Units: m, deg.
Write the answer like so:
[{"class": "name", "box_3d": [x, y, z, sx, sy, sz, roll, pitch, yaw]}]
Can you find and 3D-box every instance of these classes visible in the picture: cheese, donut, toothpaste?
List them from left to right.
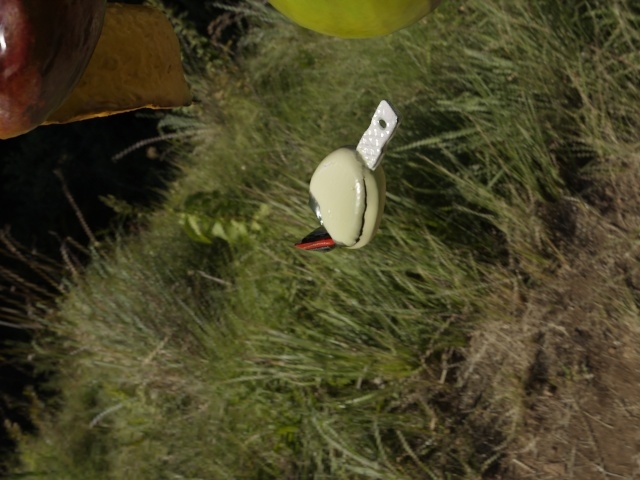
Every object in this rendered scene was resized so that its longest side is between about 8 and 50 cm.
[{"class": "donut", "box_3d": [-0.392, -0.258, 1.222, 0.435, 0.378, 0.163, 5, 106, 37]}, {"class": "toothpaste", "box_3d": [0.000, 0.000, 1.374, 0.071, 0.193, 0.045, -9, 91, 4]}, {"class": "cheese", "box_3d": [0.054, -0.093, 1.112, 0.127, 0.054, 0.251, 54, 148, 18]}]

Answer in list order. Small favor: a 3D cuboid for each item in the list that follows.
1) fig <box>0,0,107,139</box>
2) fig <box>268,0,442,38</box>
[{"class": "fig", "box_3d": [-0.327, -0.233, 0.850, 0.224, 0.224, 0.262, 11, 99, 37]}, {"class": "fig", "box_3d": [0.027, -0.294, 0.720, 0.240, 0.271, 0.239, 3, 105, 9]}]
